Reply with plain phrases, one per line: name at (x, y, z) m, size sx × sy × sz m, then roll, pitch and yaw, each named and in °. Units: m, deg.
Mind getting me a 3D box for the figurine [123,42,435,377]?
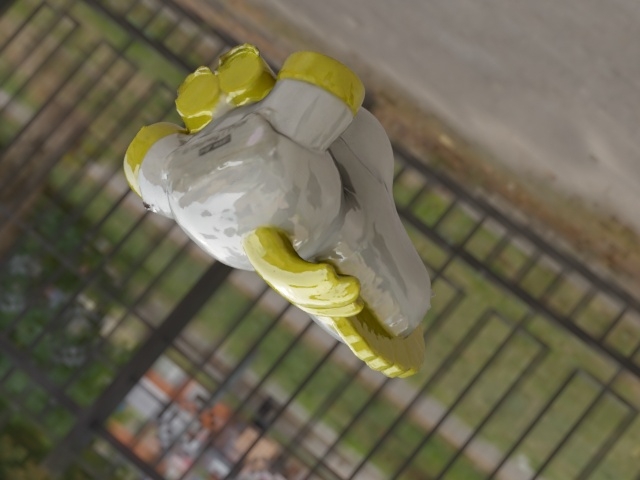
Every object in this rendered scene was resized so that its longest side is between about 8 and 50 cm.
figurine at (-0.002, -0.006, 0.791) m, size 0.129 × 0.109 × 0.178 m, roll 65°, pitch -168°, yaw 23°
